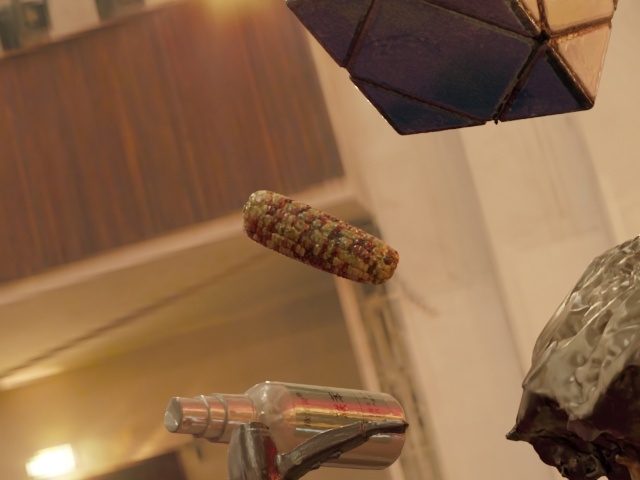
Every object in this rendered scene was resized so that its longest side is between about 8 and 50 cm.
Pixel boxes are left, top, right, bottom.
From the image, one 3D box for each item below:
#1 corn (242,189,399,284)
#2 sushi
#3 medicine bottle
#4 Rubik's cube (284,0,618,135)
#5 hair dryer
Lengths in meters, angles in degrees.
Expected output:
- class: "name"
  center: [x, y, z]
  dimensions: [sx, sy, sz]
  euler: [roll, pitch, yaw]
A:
- class: "corn"
  center: [0.000, 0.000, 2.340]
  dimensions: [0.253, 0.086, 0.086]
  euler: [22, -5, 15]
- class: "sushi"
  center: [0.293, 0.124, 1.348]
  dimensions: [0.234, 0.207, 0.348]
  euler: [-55, 4, 2]
- class: "medicine bottle"
  center: [-0.049, 0.244, 2.099]
  dimensions: [0.352, 0.110, 0.110]
  euler: [10, -26, -36]
- class: "Rubik's cube"
  center: [0.125, -0.234, 1.352]
  dimensions: [0.205, 0.207, 0.205]
  euler: [-6, -36, 35]
- class: "hair dryer"
  center: [0.003, 0.254, 1.695]
  dimensions: [0.219, 0.195, 0.075]
  euler: [-29, -37, 17]
